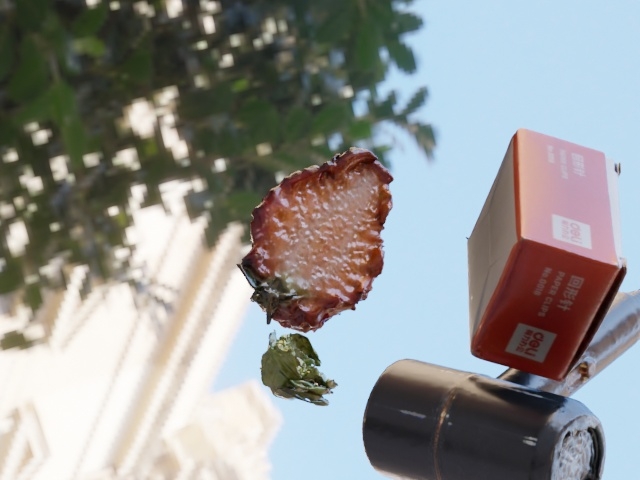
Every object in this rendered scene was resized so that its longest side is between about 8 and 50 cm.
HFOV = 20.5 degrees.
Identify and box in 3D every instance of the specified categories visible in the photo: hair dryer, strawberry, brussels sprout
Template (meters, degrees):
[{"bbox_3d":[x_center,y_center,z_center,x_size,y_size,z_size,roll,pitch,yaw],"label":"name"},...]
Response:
[{"bbox_3d":[0.216,0.115,1.532,0.189,0.352,0.107,12,-59,40],"label":"hair dryer"},{"bbox_3d":[-0.001,0.001,1.276,0.104,0.152,0.048,41,-25,-1],"label":"strawberry"},{"bbox_3d":[-0.022,0.128,1.695,0.085,0.085,0.058,36,-77,39],"label":"brussels sprout"}]

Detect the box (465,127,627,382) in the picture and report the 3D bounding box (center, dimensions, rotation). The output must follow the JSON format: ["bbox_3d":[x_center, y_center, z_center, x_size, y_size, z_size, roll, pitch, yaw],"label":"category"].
[{"bbox_3d":[0.187,0.010,1.484,0.182,0.099,0.133,-83,-167,-57],"label":"box"}]
